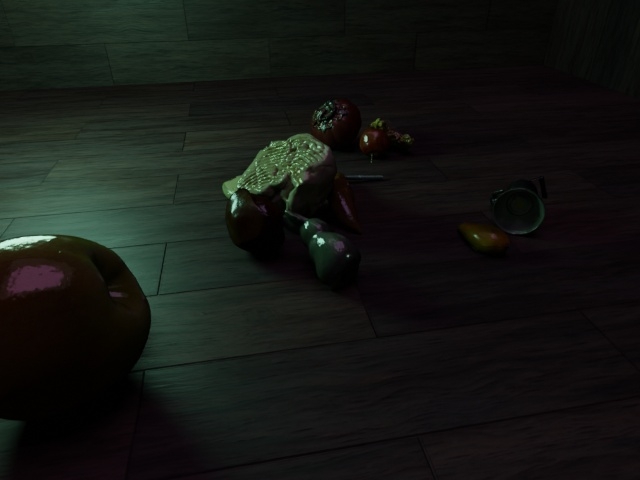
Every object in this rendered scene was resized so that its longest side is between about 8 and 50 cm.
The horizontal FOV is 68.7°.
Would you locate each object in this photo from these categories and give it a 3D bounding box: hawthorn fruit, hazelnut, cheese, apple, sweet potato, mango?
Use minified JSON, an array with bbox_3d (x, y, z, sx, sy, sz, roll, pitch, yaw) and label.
[{"bbox_3d":[0.220,-0.396,1.907,0.125,0.125,0.140,7,32,11],"label":"hawthorn fruit"},{"bbox_3d":[-0.185,-0.060,1.320,0.160,0.170,0.202,-8,57,-15],"label":"hazelnut"},{"bbox_3d":[-0.264,-0.149,1.583,0.127,0.050,0.255,-7,32,-11],"label":"cheese"},{"bbox_3d":[-0.483,0.145,0.841,0.304,0.339,0.338,-19,34,-4],"label":"apple"},{"bbox_3d":[0.064,-0.148,1.532,0.106,0.095,0.355,36,22,-28],"label":"sweet potato"},{"bbox_3d":[0.471,-0.014,1.354,0.101,0.066,0.187,-12,26,-20],"label":"mango"}]

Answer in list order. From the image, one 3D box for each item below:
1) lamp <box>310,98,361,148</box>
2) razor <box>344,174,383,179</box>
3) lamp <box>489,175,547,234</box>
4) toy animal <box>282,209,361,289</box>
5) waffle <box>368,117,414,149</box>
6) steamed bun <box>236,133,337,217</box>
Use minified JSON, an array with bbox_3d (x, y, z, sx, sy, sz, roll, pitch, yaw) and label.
[{"bbox_3d":[0.061,-0.497,1.983,0.226,0.227,0.227,0,32,0],"label":"lamp"},{"bbox_3d":[0.126,-0.235,1.728,0.211,0.036,0.084,5,-11,-8],"label":"razor"},{"bbox_3d":[0.619,-0.123,1.474,0.171,0.147,0.227,-11,16,28],"label":"lamp"},{"bbox_3d":[0.003,-0.002,1.228,0.251,0.127,0.125,51,24,25],"label":"toy animal"},{"bbox_3d":[0.295,-0.444,1.959,0.194,0.051,0.149,31,-14,-20],"label":"waffle"},{"bbox_3d":[-0.088,-0.176,1.471,0.289,0.203,0.276,-44,49,-3],"label":"steamed bun"}]
